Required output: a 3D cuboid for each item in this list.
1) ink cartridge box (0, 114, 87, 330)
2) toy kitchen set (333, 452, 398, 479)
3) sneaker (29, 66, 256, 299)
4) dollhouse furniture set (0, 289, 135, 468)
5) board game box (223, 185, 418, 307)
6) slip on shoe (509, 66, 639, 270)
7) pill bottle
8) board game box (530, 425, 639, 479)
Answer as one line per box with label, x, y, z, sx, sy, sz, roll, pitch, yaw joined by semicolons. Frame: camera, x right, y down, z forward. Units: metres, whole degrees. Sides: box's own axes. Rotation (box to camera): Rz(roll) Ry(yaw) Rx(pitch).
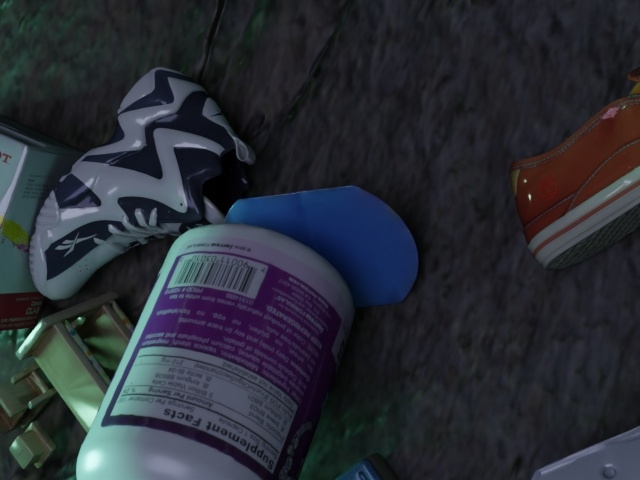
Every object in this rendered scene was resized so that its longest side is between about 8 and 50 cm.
ink cartridge box;-0.308;-0.023;1.401;0.128;0.127;0.176;24;98;19
toy kitchen set;-0.020;0.290;1.272;0.207;0.166;0.122;-40;77;15
sneaker;-0.144;-0.018;1.359;0.153;0.094;0.235;38;92;25
dollhouse furniture set;-0.195;0.169;1.397;0.182;0.101;0.161;52;130;13
board game box;0.000;0.000;1.315;0.169;0.033;0.133;-7;129;17
slip on shoe;0.283;-0.102;1.196;0.331;0.123;0.101;-36;72;23
pill bottle;-0.091;0.149;1.229;0.169;0.169;0.301;8;56;20
board game box;0.387;0.251;1.043;0.390;0.050;0.390;-23;50;2
